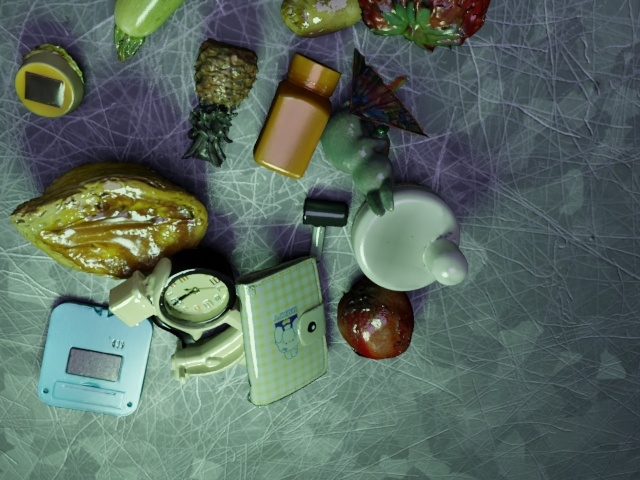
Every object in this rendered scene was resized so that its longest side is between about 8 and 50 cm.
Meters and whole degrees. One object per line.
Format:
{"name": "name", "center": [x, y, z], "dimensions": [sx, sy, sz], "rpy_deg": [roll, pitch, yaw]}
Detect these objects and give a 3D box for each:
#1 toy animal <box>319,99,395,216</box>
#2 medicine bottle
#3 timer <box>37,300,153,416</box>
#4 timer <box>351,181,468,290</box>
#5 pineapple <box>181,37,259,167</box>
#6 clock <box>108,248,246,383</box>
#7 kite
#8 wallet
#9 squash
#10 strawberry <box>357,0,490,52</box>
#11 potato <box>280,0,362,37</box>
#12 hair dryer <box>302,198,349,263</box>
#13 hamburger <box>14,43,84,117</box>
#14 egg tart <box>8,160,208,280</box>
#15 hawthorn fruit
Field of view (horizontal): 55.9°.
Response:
{"name": "toy animal", "center": [0.095, -0.150, 1.218], "dimensions": [0.125, 0.251, 0.127], "rpy_deg": [-11, 155, -28]}
{"name": "medicine bottle", "center": [-0.047, -0.250, 1.205], "dimensions": [0.112, 0.149, 0.222], "rpy_deg": [21, 107, -13]}
{"name": "timer", "center": [-0.523, 0.272, 1.423], "dimensions": [0.231, 0.091, 0.250], "rpy_deg": [13, 98, -8]}
{"name": "timer", "center": [0.185, 0.001, 1.270], "dimensions": [0.233, 0.240, 0.234], "rpy_deg": [-2, 112, -6]}
{"name": "pineapple", "center": [-0.206, -0.269, 1.206], "dimensions": [0.128, 0.128, 0.248], "rpy_deg": [15, 113, -10]}
{"name": "clock", "center": [-0.262, 0.185, 1.346], "dimensions": [0.276, 0.120, 0.379], "rpy_deg": [-28, 127, 4]}
{"name": "kite", "center": [0.127, -0.283, 1.220], "dimensions": [0.241, 0.014, 0.183], "rpy_deg": [47, 60, 2]}
{"name": "wallet", "center": [-0.080, 0.198, 1.345], "dimensions": [0.223, 0.077, 0.310], "rpy_deg": [-18, 118, -33]}
{"name": "squash", "center": [-0.319, -0.465, 1.117], "dimensions": [0.287, 0.137, 0.137], "rpy_deg": [-43, 108, 14]}
{"name": "strawberry", "center": [0.194, -0.504, 1.083], "dimensions": [0.250, 0.238, 0.289], "rpy_deg": [13, 89, -46]}
{"name": "potato", "center": [0.007, -0.454, 1.171], "dimensions": [0.170, 0.080, 0.107], "rpy_deg": [-10, 123, -2]}
{"name": "hair dryer", "center": [0.000, 0.000, 1.365], "dimensions": [0.100, 0.057, 0.198], "rpy_deg": [7, 119, -7]}
{"name": "hamburger", "center": [-0.529, -0.312, 1.181], "dimensions": [0.126, 0.081, 0.141], "rpy_deg": [-1, 123, -2]}
{"name": "egg tart", "center": [-0.410, -0.046, 1.240], "dimensions": [0.351, 0.153, 0.339], "rpy_deg": [-22, 144, 17]}
{"name": "hawthorn fruit", "center": [0.146, 0.196, 1.387], "dimensions": [0.181, 0.181, 0.235], "rpy_deg": [-38, 120, 10]}
